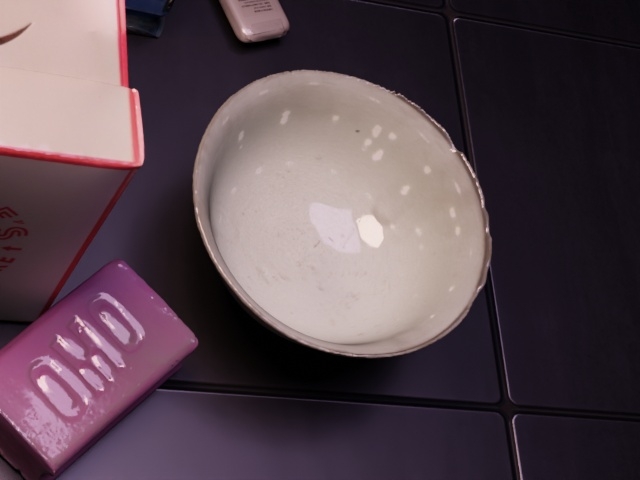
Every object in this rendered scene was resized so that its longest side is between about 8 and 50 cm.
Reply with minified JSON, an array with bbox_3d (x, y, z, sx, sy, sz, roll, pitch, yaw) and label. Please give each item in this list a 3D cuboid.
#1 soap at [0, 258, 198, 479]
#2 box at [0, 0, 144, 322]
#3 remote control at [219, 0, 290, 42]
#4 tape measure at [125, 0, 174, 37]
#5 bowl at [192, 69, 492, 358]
[{"bbox_3d":[-0.223,0.120,1.497,0.122,0.065,0.203,45,55,3],"label":"soap"},{"bbox_3d":[-0.354,-0.132,1.422,0.314,0.312,0.300,6,60,-24],"label":"box"},{"bbox_3d":[-0.113,-0.329,1.821,0.067,0.029,0.261,-15,69,-31],"label":"remote control"},{"bbox_3d":[-0.254,-0.375,1.710,0.259,0.138,0.262,16,58,-19],"label":"tape measure"},{"bbox_3d":[0.000,0.000,1.619,0.313,0.146,0.313,11,58,-19],"label":"bowl"}]
